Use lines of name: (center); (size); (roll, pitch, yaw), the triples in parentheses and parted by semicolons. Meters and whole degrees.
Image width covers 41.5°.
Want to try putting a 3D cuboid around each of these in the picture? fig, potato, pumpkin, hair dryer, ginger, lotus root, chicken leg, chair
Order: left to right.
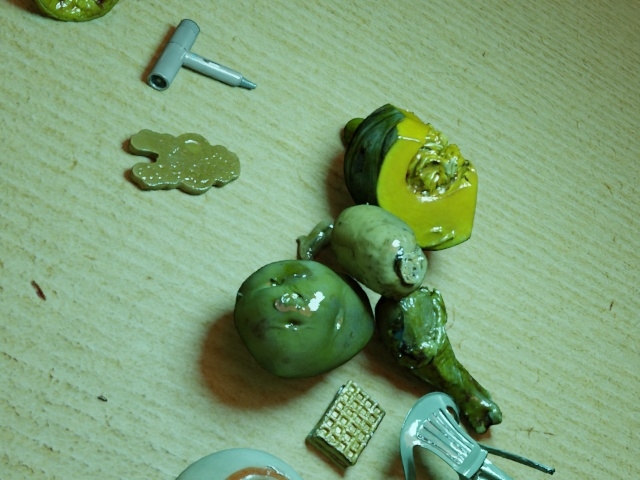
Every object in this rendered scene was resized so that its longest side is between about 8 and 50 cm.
hair dryer: (-0.256, -0.369, 1.889); (0.220, 0.054, 0.195); (33, 52, -16)
potato: (-0.013, 0.143, 1.594); (0.218, 0.202, 0.351); (44, 19, 33)
ginger: (-0.004, -0.004, 1.800); (0.137, 0.044, 0.057); (-43, 105, -38)
fig: (0.095, -0.254, 1.990); (0.074, 0.074, 0.088); (51, 33, 7)
lotus root: (0.108, 0.017, 1.659); (0.146, 0.284, 0.160); (-18, 112, -22)
pumpkin: (0.194, -0.127, 1.820); (0.303, 0.256, 0.225); (26, 15, -17)
chicken leg: (0.236, 0.227, 1.747); (0.361, 0.140, 0.211); (47, 33, -24)
chair: (0.283, 0.438, 1.601); (0.275, 0.190, 0.203); (26, 45, 24)

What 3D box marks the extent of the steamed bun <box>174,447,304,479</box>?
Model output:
steamed bun: (-0.119, 0.470, 1.358); (0.283, 0.177, 0.283); (13, 56, -21)

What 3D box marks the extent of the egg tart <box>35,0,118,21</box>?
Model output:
egg tart: (-0.523, -0.581, 1.778); (0.203, 0.202, 0.147); (-8, 57, -32)

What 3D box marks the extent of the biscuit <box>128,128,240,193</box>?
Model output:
biscuit: (-0.280, -0.162, 1.750); (0.236, 0.040, 0.144); (4, 67, -29)

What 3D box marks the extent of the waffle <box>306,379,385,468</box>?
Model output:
waffle: (0.051, 0.351, 1.610); (0.102, 0.042, 0.148); (40, 51, 0)
